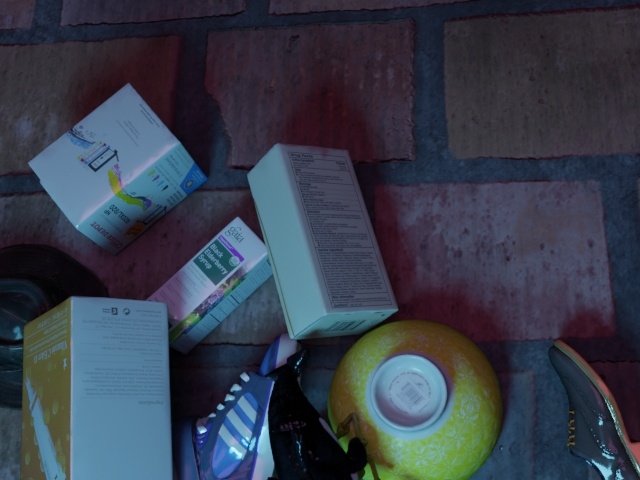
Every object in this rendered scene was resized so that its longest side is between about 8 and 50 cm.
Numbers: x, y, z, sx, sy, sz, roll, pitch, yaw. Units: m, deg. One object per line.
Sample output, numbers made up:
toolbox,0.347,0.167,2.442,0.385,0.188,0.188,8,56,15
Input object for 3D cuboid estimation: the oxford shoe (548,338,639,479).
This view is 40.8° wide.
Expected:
oxford shoe,0.415,0.281,1.325,0.098,0.097,0.271,-30,69,5

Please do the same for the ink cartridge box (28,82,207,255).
ink cartridge box,-0.362,-0.123,1.556,0.232,0.171,0.168,-40,69,-5

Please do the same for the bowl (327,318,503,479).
bowl,0.143,0.250,1.349,0.289,0.156,0.290,-3,71,9

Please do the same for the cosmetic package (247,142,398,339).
cosmetic package,0.000,0.000,1.446,0.160,0.113,0.310,2,62,-37

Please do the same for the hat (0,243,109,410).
hat,-0.550,0.136,1.520,0.331,0.134,0.332,-3,72,9

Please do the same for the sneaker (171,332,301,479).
sneaker,-0.171,0.290,1.401,0.236,0.130,0.323,11,79,9

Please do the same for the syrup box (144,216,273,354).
syrup box,-0.189,0.079,1.497,0.237,0.096,0.093,-43,70,-5

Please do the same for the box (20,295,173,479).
box,-0.357,0.283,1.360,0.215,0.168,0.346,-26,63,48

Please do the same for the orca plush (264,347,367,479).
orca plush,-0.012,0.280,1.233,0.151,0.102,0.287,-7,56,1

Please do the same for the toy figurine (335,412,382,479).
toy figurine,-0.016,0.449,1.237,0.217,0.191,0.363,-3,64,-38
